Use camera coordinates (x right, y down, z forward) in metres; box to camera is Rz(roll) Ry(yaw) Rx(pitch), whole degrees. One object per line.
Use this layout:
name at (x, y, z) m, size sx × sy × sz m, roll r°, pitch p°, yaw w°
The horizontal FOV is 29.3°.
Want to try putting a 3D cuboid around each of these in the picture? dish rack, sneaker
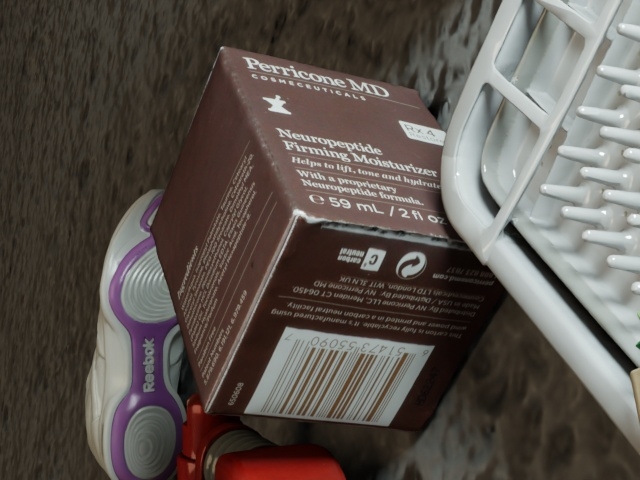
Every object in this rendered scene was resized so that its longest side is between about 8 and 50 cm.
dish rack at (0.193, -0.061, 0.592) m, size 0.285 × 0.072 × 0.333 m, roll -67°, pitch 30°, yaw 24°
sneaker at (-0.196, 0.097, 1.261) m, size 0.152 × 0.114 × 0.305 m, roll 5°, pitch 86°, yaw 62°

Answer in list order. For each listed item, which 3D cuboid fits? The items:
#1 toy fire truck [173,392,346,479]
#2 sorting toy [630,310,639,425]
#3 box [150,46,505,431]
toy fire truck at (-0.038, 0.164, 0.926) m, size 0.217 × 0.158 × 0.246 m, roll 6°, pitch 97°, yaw 64°
sorting toy at (0.158, 0.065, 0.534) m, size 0.062 × 0.012 × 0.083 m, roll 139°, pitch 129°, yaw -58°
box at (0.000, 0.000, 0.844) m, size 0.167 × 0.168 × 0.203 m, roll -65°, pitch 31°, yaw 30°
